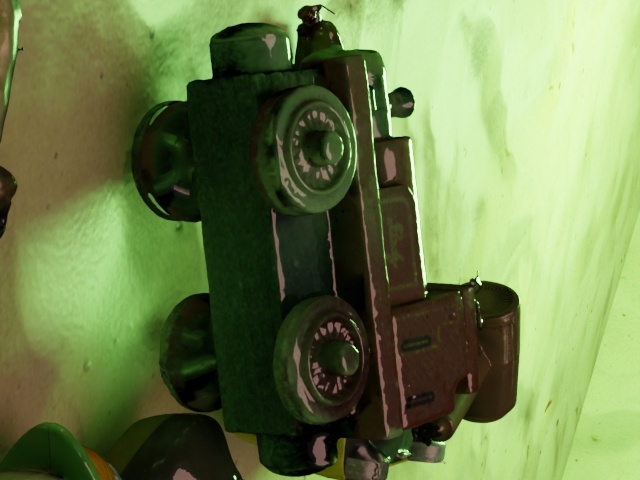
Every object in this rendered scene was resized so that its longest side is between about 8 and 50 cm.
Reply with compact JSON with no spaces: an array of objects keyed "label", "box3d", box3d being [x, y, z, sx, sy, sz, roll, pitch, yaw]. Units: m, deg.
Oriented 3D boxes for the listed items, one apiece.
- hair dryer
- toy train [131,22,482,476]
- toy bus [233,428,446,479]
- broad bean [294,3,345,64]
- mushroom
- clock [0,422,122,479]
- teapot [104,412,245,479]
[{"label":"hair dryer","box3d":[0.113,0.122,1.403,0.181,0.064,0.117,-46,142,-53]},{"label":"toy train","box3d":[0.000,0.000,1.167,0.221,0.150,0.304,-13,100,-48]},{"label":"toy bus","box3d":[0.021,0.118,1.443,0.330,0.152,0.144,14,84,-74]},{"label":"broad bean","box3d":[-0.005,-0.073,1.397,0.065,0.046,0.254,-31,130,-56]},{"label":"mushroom","box3d":[-0.183,-0.082,0.873,0.060,0.061,0.187,28,64,-64]},{"label":"clock","box3d":[-0.177,0.218,1.000,0.144,0.103,0.231,-19,118,-67]},{"label":"teapot","box3d":[-0.098,0.201,1.183,0.130,0.119,0.165,-46,161,-50]}]
